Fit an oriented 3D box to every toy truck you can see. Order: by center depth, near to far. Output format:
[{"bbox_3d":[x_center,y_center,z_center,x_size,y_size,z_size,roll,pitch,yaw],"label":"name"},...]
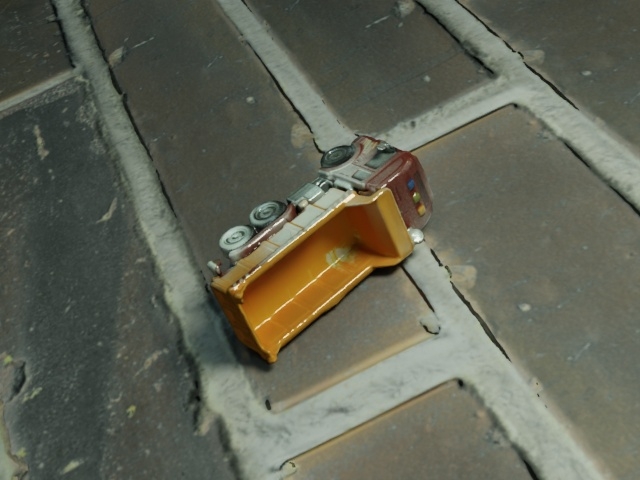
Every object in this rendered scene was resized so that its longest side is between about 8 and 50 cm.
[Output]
[{"bbox_3d":[0.000,0.000,1.330,0.270,0.114,0.135,-40,36,-21],"label":"toy truck"}]
